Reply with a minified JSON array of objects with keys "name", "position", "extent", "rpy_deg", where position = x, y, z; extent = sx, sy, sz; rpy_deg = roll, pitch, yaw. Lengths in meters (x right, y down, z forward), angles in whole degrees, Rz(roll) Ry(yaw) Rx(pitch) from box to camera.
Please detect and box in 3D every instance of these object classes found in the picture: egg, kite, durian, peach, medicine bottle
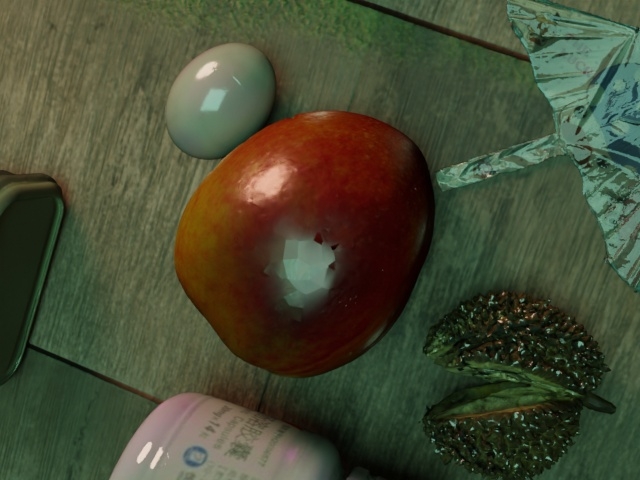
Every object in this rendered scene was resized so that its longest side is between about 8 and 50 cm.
[{"name":"egg","position":[-0.104,-0.146,0.881],"extent":[0.103,0.103,0.135],"rpy_deg":[45,104,4]},{"name":"kite","position":[0.268,-0.105,0.844],"extent":[0.314,0.011,0.336],"rpy_deg":[-22,92,16]},{"name":"durian","position":[0.194,0.145,0.822],"extent":[0.196,0.167,0.196],"rpy_deg":[1,100,4]},{"name":"peach","position":[0.000,0.000,0.840],"extent":[0.248,0.245,0.275],"rpy_deg":[38,94,-24]},{"name":"medicine bottle","position":[-0.047,0.317,0.853],"extent":[0.324,0.256,0.256],"rpy_deg":[16,101,12]}]

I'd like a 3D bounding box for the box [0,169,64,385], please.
[{"name":"box","position":[-0.430,0.029,0.974],"extent":[0.178,0.138,0.274],"rpy_deg":[22,102,14]}]
